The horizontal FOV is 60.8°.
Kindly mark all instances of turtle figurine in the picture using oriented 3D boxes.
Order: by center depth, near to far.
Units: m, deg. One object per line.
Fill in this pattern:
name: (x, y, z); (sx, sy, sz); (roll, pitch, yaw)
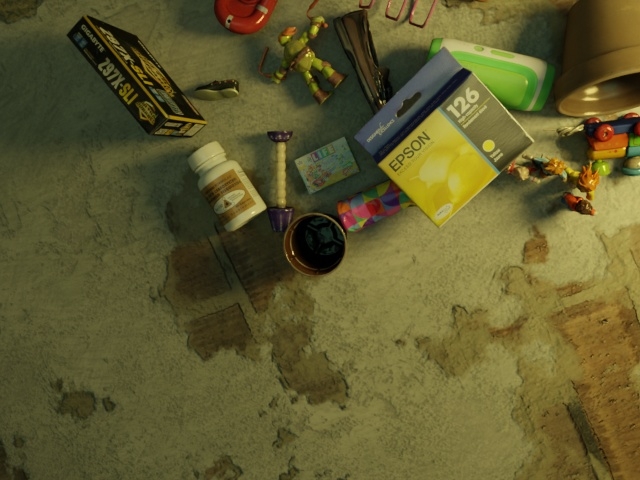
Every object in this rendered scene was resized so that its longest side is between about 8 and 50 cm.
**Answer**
turtle figurine: (-0.033, -0.474, 1.403); (0.217, 0.087, 0.269); (45, 118, -4)

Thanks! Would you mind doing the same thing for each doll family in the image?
doll family: (0.577, -0.160, 1.325); (0.263, 0.163, 0.118); (29, 104, 4)

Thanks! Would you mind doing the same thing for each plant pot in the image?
plant pot: (0.659, -0.434, 1.241); (0.263, 0.263, 0.229); (-7, 80, 12)
plant pot: (0.000, 0.000, 1.460); (0.167, 0.165, 0.167); (2, 100, 11)

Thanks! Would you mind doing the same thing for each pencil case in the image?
pencil case: (0.162, -0.100, 1.449); (0.236, 0.104, 0.104); (-21, 96, 15)

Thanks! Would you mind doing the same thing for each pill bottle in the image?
pill bottle: (-0.262, -0.149, 1.500); (0.131, 0.131, 0.229); (-32, 93, 14)

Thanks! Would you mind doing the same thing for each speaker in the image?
speaker: (0.405, -0.405, 1.333); (0.296, 0.131, 0.131); (16, 103, 7)

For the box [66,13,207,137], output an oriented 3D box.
box: (-0.466, -0.415, 1.426); (0.079, 0.257, 0.322); (-39, 91, 15)

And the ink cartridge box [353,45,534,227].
ink cartridge box: (0.290, -0.241, 1.302); (0.307, 0.072, 0.303); (43, 105, -10)

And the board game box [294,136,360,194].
board game box: (0.019, -0.204, 1.491); (0.154, 0.026, 0.103); (-24, 95, 14)

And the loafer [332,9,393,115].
loafer: (0.131, -0.444, 1.391); (0.095, 0.109, 0.302); (-25, 92, 10)

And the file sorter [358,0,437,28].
file sorter: (0.133, -0.629, 1.264); (0.290, 0.202, 0.182); (16, 113, -11)

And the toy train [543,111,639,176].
toy train: (0.676, -0.222, 1.336); (0.248, 0.105, 0.143); (-6, 112, 12)

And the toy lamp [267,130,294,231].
toy lamp: (-0.111, -0.161, 1.497); (0.080, 0.080, 0.275); (0, 100, 11)

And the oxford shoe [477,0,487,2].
oxford shoe: (0.413, -0.685, 1.321); (0.076, 0.076, 0.212); (15, 102, -23)

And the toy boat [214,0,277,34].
toy boat: (-0.188, -0.646, 1.386); (0.151, 0.151, 0.231); (29, 104, 5)

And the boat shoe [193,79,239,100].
boat shoe: (-0.286, -0.416, 1.504); (0.133, 0.049, 0.042); (-1, 72, 18)
